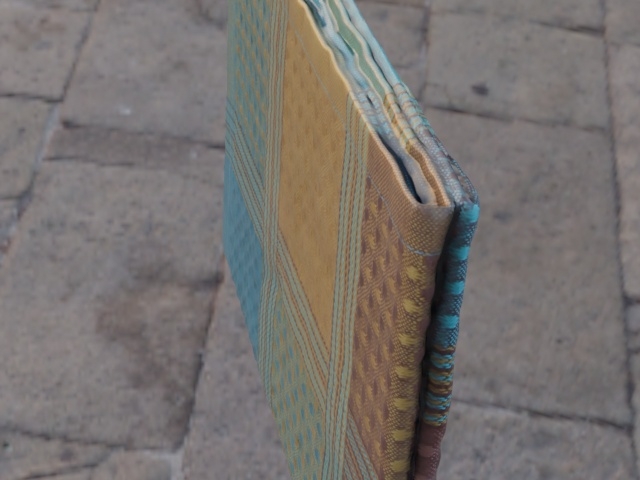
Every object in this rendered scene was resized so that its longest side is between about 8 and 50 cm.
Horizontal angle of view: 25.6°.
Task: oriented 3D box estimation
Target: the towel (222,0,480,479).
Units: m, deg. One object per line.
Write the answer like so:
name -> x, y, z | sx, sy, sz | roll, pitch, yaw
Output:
towel -> 0.000, 0.000, 0.701 | 0.040, 0.271, 0.370 | -4, 33, -12
